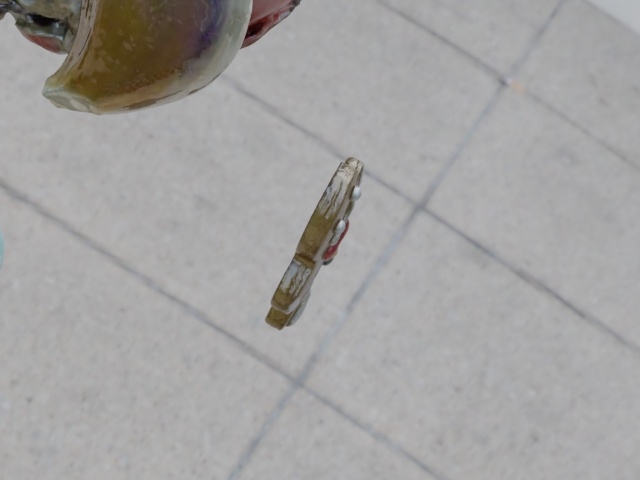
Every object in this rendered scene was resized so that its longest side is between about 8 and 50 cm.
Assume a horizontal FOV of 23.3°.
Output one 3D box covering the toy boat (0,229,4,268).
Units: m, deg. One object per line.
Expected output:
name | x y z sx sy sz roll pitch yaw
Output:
toy boat | -0.358 -0.014 1.268 0.207 0.079 0.134 19 42 9

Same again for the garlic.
garlic | -0.103 -0.172 0.887 0.128 0.198 0.090 -4 20 -2

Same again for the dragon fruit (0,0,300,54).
dragon fruit | -0.091 -0.272 1.056 0.277 0.277 0.343 28 54 -4

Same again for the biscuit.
biscuit | 0.000 0.000 1.218 0.031 0.205 0.138 27 69 3
